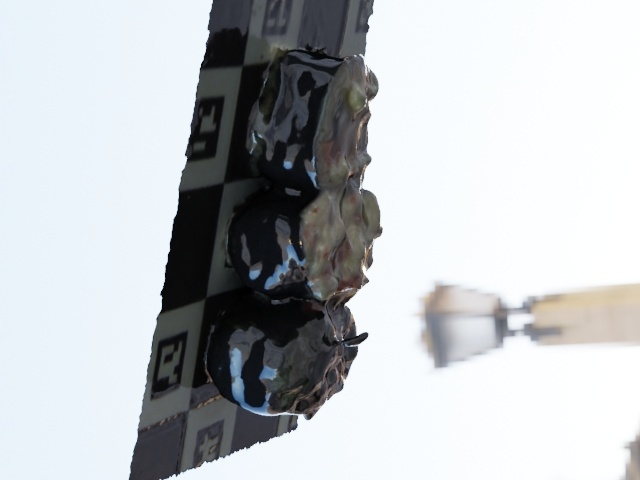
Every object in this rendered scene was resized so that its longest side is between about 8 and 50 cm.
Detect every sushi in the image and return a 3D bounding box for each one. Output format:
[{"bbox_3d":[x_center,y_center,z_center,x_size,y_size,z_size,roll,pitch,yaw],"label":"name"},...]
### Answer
[{"bbox_3d":[0.000,0.000,1.368,0.296,0.100,0.373,-10,-68,-66],"label":"sushi"}]
